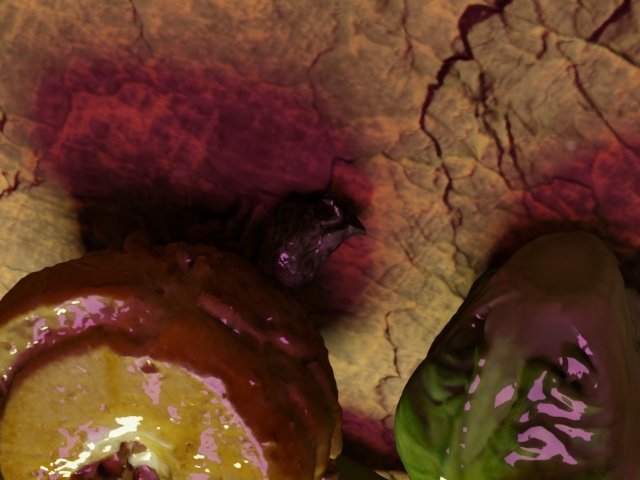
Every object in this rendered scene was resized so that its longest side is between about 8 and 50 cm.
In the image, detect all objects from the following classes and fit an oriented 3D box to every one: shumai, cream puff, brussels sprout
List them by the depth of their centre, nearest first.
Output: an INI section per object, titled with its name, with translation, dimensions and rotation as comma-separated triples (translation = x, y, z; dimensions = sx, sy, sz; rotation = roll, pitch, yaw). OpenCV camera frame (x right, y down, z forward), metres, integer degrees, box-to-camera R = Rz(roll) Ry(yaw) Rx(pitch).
[brussels sprout]
translation = 0.189, 0.129, 1.387
dimensions = 0.219, 0.210, 0.271
rotation = 23, 125, 23
[shumai]
translation = 0.000, 0.000, 1.403
dimensions = 0.080, 0.082, 0.083
rotation = 0, 177, 5
[cream puff]
translation = -0.138, 0.144, 1.471
dimensions = 0.343, 0.231, 0.327
rotation = 43, 121, -7

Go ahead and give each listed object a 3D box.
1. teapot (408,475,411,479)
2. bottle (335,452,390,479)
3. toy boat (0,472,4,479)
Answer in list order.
[teapot]
translation = 0.146, 0.228, 1.597
dimensions = 0.110, 0.085, 0.080
rotation = -27, 127, 13
[bottle]
translation = -0.022, 0.257, 1.647
dimensions = 0.260, 0.112, 0.112
rotation = 14, 138, 2
[toy boat]
translation = -0.321, 0.351, 1.877
dimensions = 0.093, 0.055, 0.293
rotation = -12, 130, 26
